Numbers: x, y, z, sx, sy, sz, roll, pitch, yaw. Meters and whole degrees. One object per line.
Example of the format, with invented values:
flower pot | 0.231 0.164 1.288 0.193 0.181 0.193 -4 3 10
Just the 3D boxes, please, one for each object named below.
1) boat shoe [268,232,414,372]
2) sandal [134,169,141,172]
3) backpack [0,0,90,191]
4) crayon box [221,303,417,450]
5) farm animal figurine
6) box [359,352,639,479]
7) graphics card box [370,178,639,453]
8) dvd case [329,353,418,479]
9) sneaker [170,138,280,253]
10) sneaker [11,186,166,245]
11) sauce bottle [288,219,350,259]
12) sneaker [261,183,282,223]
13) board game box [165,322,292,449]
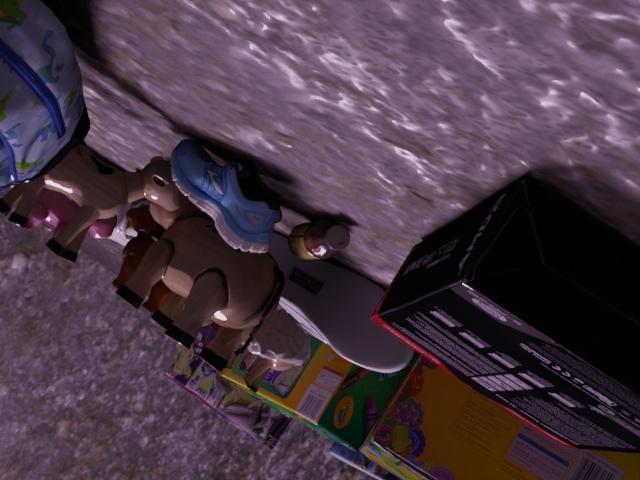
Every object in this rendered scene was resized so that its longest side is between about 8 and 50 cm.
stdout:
boat shoe | 0.019 0.075 1.634 0.258 0.095 0.084 39 178 30
sandal | -0.183 -0.043 1.815 0.179 0.040 0.067 44 170 27
backpack | -0.342 -0.171 1.186 0.290 0.273 0.355 41 157 -6
crayon box | -0.005 0.164 1.865 0.081 0.165 0.278 39 169 -30
farm animal figurine | -0.164 -0.001 1.517 0.326 0.172 0.330 35 176 24
box | 0.211 0.224 1.467 0.290 0.177 0.279 31 170 4
graphics card box | 0.184 0.076 1.093 0.233 0.094 0.371 33 171 -2
dvd case | 0.125 0.226 1.721 0.022 0.180 0.253 40 168 -27
sneaker | -0.091 -0.058 1.407 0.063 0.073 0.162 2 -144 -51
sneaker | -0.283 -0.049 1.910 0.292 0.108 0.169 27 172 -27
sauce bottle | 0.000 0.000 1.430 0.042 0.042 0.128 35 171 -13
sneaker | -0.062 -0.038 1.466 0.037 0.032 0.083 24 167 41
board game box | -0.095 0.182 2.103 0.056 0.208 0.347 23 167 28
